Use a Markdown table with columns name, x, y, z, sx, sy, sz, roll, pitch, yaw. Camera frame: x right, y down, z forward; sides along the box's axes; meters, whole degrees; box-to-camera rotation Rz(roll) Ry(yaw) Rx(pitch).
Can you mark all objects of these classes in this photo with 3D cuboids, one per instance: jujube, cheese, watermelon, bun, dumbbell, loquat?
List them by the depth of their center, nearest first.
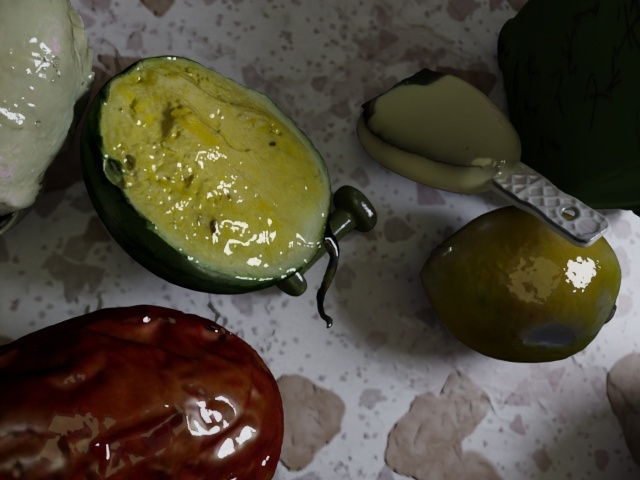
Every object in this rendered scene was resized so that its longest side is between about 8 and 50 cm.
| name | x | y | z | sx | sy | sz | roll | pitch | yaw |
| --- | --- | --- | --- | --- | --- | --- | --- | --- | --- |
| jujube | -0.170 | 0.145 | 0.511 | 0.290 | 0.197 | 0.197 | -5 | 84 | -24 |
| bun | -0.251 | -0.116 | 0.524 | 0.141 | 0.239 | 0.239 | 13 | 78 | -42 |
| watermelon | -0.097 | -0.040 | 0.588 | 0.232 | 0.127 | 0.204 | 30 | 45 | -28 |
| cheese | 0.148 | -0.072 | 0.637 | 0.127 | 0.054 | 0.251 | -34 | 52 | -17 |
| loquat | 0.184 | 0.040 | 0.656 | 0.195 | 0.152 | 0.152 | 12 | 79 | -7 |
| dumbbell | 0.000 | 0.000 | 0.662 | 0.118 | 0.046 | 0.052 | -42 | 100 | -18 |

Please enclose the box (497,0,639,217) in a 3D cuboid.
| name | x | y | z | sx | sy | sz | roll | pitch | yaw |
| --- | --- | --- | --- | --- | --- | --- | --- | --- | --- |
| box | 0.291 | -0.148 | 0.634 | 0.177 | 0.329 | 0.253 | -8 | 83 | -5 |
